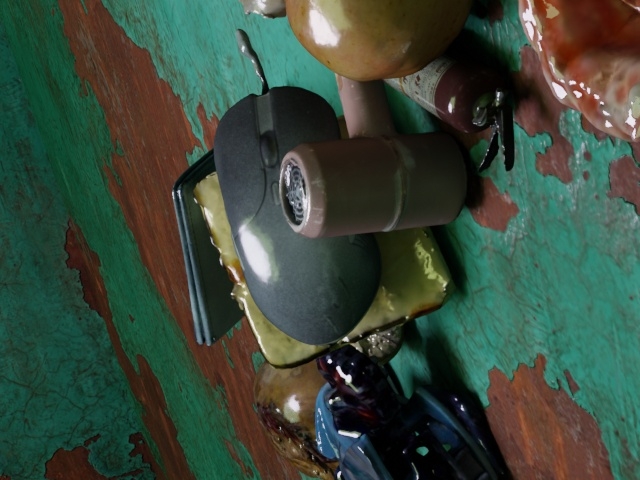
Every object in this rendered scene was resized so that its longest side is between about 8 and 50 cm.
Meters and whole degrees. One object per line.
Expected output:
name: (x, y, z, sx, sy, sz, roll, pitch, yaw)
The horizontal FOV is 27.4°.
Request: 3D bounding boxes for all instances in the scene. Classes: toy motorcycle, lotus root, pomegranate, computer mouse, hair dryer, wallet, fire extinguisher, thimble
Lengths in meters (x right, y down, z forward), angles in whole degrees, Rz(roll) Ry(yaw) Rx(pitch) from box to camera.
toy motorcycle: (0.129, 0.301, 1.706, 0.416, 0.172, 0.232, 48, 161, 2)
lotus root: (0.008, 0.250, 1.940, 0.272, 0.192, 0.272, 42, 148, 35)
pomegranate: (0.052, -0.249, 1.256, 0.191, 0.191, 0.191, 51, 155, 35)
computer mouse: (-0.045, -0.062, 1.500, 0.090, 0.167, 0.379, -14, -94, -77)
hair dryer: (0.028, -0.173, 1.448, 0.107, 0.189, 0.344, 135, 125, -62)
wallet: (-0.098, -0.036, 1.753, 0.054, 0.290, 0.251, 11, 125, 31)
fire extinguisher: (0.128, -0.145, 1.324, 0.231, 0.071, 0.099, 43, 131, 47)
thimble: (0.237, -0.193, 0.876, 0.239, 0.162, 0.239, 52, 155, 37)

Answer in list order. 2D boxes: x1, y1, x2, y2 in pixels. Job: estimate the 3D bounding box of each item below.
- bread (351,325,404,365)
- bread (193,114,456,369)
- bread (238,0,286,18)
bread: (0.049, 0.101, 1.784, 0.177, 0.084, 0.119, 16, 130, 65)
bread: (0.000, 0.000, 1.575, 0.264, 0.236, 0.198, 66, 160, 1)
bread: (-0.062, -0.366, 1.458, 0.337, 0.101, 0.183, -120, 30, -60)
